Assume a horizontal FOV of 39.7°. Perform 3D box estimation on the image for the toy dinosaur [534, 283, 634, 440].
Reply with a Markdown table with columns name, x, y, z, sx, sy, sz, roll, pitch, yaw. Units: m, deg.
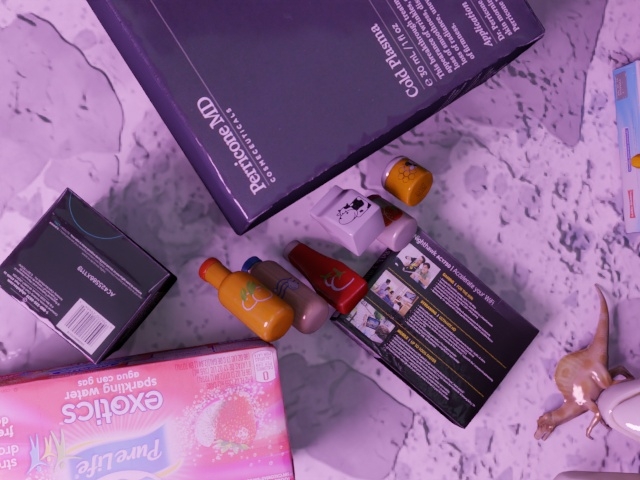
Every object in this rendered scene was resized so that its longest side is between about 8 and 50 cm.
| name | x | y | z | sx | sy | sz | roll | pitch | yaw |
| --- | --- | --- | --- | --- | --- | --- | --- | --- | --- |
| toy dinosaur | 0.298 | 0.144 | 0.952 | 0.092 | 0.053 | 0.183 | 28 | 83 | -4 |

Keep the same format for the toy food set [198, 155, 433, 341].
| name | x | y | z | sx | sy | sz | roll | pitch | yaw |
| --- | --- | --- | --- | --- | --- | --- | --- | --- | --- |
| toy food set | 0.000 | 0.000 | 0.874 | 0.104 | 0.111 | 0.232 | 36 | 74 | 29 |

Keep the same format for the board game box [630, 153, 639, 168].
| name | x | y | z | sx | sy | sz | roll | pitch | yaw |
| --- | --- | --- | --- | --- | --- | --- | --- | --- | --- |
| board game box | 0.575 | -0.024 | 0.947 | 0.390 | 0.050 | 0.390 | -31 | 100 | -5 |

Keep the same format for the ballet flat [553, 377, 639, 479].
| name | x | y | z | sx | sy | sz | roll | pitch | yaw |
| --- | --- | --- | --- | --- | --- | --- | --- | --- | --- |
| ballet flat | 0.326 | 0.258 | 0.874 | 0.182 | 0.164 | 0.483 | 25 | 98 | 15 |

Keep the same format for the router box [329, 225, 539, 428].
| name | x | y | z | sx | sy | sz | roll | pitch | yaw |
| --- | --- | --- | --- | --- | --- | --- | --- | --- | --- |
| router box | 0.120 | 0.090 | 0.932 | 0.179 | 0.046 | 0.133 | 41 | 82 | -4 |

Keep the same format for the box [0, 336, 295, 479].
| name | x | y | z | sx | sy | sz | roll | pitch | yaw |
| --- | --- | --- | --- | --- | --- | --- | --- | --- | --- |
| box | -0.183 | 0.183 | 0.829 | 0.300 | 0.154 | 0.142 | -8 | 88 | -10 |

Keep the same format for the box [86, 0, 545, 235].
| name | x | y | z | sx | sy | sz | roll | pitch | yaw |
| --- | --- | --- | --- | --- | --- | --- | --- | --- | --- |
| box | -0.034 | -0.232 | 0.820 | 0.312 | 0.179 | 0.343 | -32 | 91 | -10 |

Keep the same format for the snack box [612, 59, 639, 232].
| name | x | y | z | sx | sy | sz | roll | pitch | yaw |
| --- | --- | --- | --- | --- | --- | --- | --- | --- | --- |
| snack box | 0.495 | -0.113 | 0.991 | 0.322 | 0.060 | 0.187 | -4 | 90 | -9 |

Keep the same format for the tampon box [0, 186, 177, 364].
| name | x | y | z | sx | sy | sz | roll | pitch | yaw |
| --- | --- | --- | --- | --- | --- | --- | --- | --- | --- |
| tampon box | -0.213 | 0.035 | 0.829 | 0.120 | 0.161 | 0.101 | 40 | 82 | -3 |
